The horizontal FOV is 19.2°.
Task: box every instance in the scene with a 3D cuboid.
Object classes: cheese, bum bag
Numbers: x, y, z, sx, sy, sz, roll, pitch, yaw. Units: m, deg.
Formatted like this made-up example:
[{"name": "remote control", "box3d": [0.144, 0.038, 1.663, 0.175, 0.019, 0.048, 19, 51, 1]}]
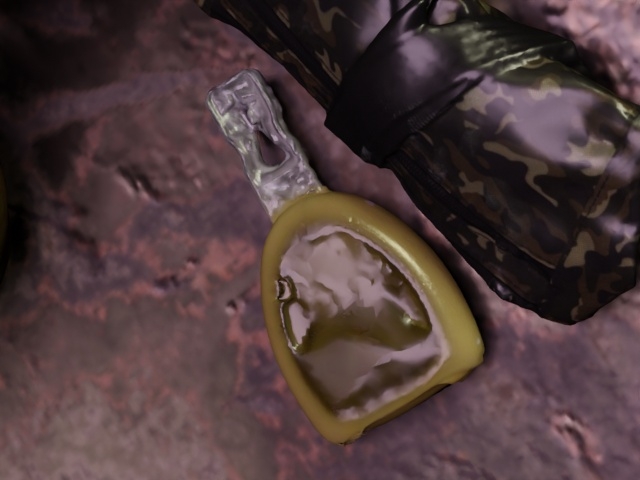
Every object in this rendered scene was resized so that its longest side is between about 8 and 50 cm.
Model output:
[{"name": "cheese", "box3d": [0.000, 0.000, 0.802, 0.086, 0.036, 0.162, -32, 79, 21]}, {"name": "bum bag", "box3d": [0.042, -0.070, 0.762, 0.248, 0.069, 0.102, 42, 144, 17]}]

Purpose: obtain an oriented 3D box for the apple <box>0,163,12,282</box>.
[{"name": "apple", "box3d": [-0.248, -0.007, 0.842, 0.207, 0.174, 0.188, 39, 88, -25]}]
